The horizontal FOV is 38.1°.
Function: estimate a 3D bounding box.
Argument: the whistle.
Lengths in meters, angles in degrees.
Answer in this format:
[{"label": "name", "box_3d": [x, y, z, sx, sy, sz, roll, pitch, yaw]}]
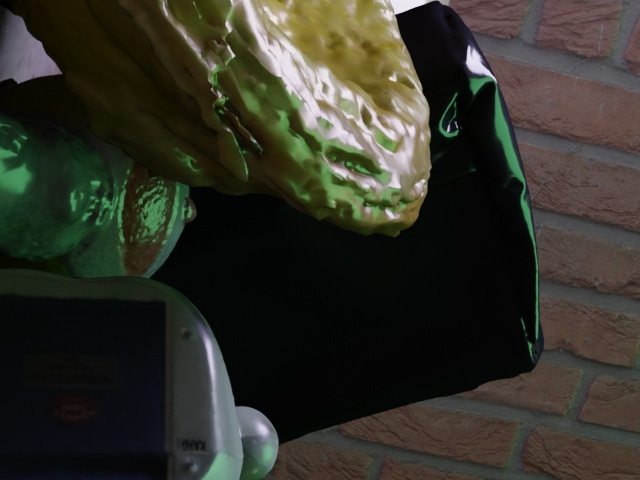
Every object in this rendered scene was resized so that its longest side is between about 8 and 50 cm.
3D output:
[{"label": "whistle", "box_3d": [-0.127, -0.024, 0.436, 0.223, 0.123, 0.122, -7, 110, -81]}]

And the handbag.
[{"label": "handbag", "box_3d": [-0.001, -0.003, 0.682, 0.178, 0.302, 0.275, -97, 166, -55]}]

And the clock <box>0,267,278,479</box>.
[{"label": "clock", "box_3d": [-0.122, 0.105, 0.459, 0.243, 0.200, 0.146, 127, -42, -63]}]

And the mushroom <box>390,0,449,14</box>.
[{"label": "mushroom", "box_3d": [-0.068, -0.202, 0.830, 0.336, 0.314, 0.314, -30, -139, 45]}]

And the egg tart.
[{"label": "egg tart", "box_3d": [-0.054, -0.130, 0.433, 0.315, 0.120, 0.315, 51, 25, -36]}]
